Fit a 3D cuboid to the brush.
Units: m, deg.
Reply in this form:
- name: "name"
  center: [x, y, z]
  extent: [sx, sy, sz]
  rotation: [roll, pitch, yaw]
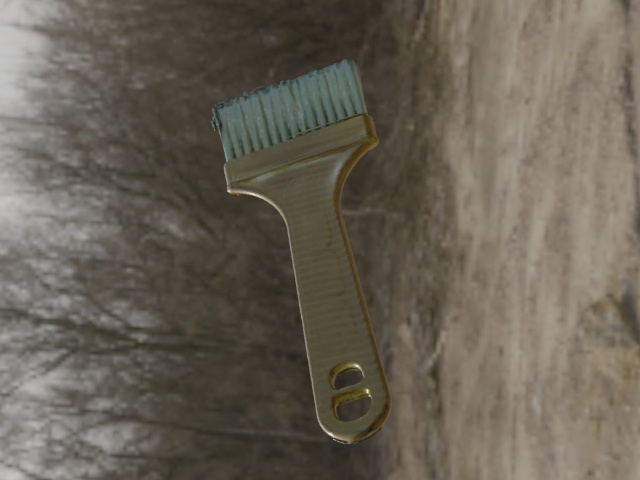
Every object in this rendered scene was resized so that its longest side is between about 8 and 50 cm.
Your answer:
- name: "brush"
  center: [0.000, 0.000, 0.602]
  extent: [0.010, 0.083, 0.218]
  rotation: [66, -171, -53]
